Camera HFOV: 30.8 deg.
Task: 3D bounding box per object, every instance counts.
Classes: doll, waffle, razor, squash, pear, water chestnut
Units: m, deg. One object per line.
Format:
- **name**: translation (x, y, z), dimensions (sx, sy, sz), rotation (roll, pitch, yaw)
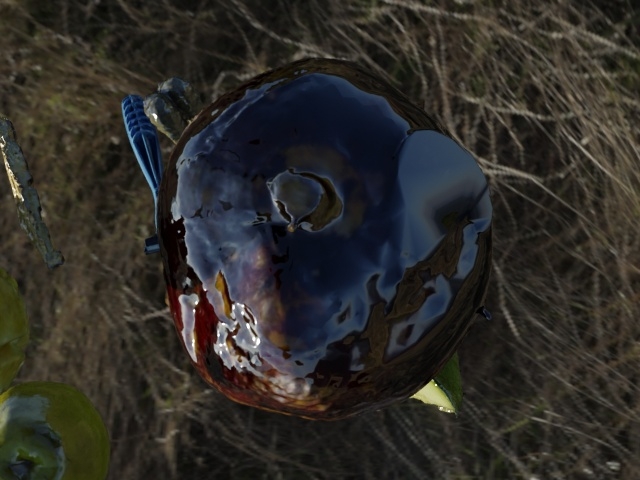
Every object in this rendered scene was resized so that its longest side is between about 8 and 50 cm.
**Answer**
- **doll**: translation (-0.100, -0.053, 1.373), dimensions (0.091, 0.286, 0.203), rotation (-11, 63, 45)
- **waffle**: translation (-0.316, -0.050, 1.262), dimensions (0.023, 0.153, 0.097), rotation (-23, 45, -23)
- **razor**: translation (-0.213, -0.087, 1.483), dimensions (0.082, 0.042, 0.253), rotation (-17, 58, -9)
- **squash**: translation (0.057, 0.132, 1.260), dimensions (0.169, 0.252, 0.093), rotation (-29, 106, 12)
- **pear**: translation (-0.386, 0.292, 1.637), dimensions (0.198, 0.198, 0.198), rotation (-5, 77, 24)
- **water chestnut**: translation (0.000, 0.000, 1.115), dimensions (0.335, 0.347, 0.335), rotation (0, 92, -8)

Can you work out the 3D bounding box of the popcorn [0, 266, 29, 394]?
- **popcorn**: translation (-0.441, 0.103, 1.341), dimensions (0.204, 0.221, 0.183), rotation (-29, 26, -25)
